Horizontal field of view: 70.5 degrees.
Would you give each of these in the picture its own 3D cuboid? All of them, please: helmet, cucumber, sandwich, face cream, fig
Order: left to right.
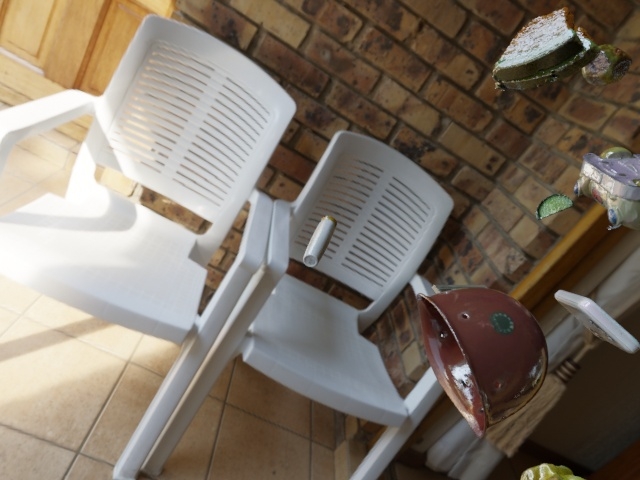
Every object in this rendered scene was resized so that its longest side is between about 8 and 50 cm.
[{"bbox_3d":[0.000,0.000,1.246,0.051,0.072,0.182,28,42,-2],"label":"face cream"},{"bbox_3d":[0.390,0.250,1.059,0.385,0.230,0.337,70,-1,-67],"label":"helmet"},{"bbox_3d":[0.636,-0.546,1.292,0.109,0.212,0.292,25,0,-34],"label":"sandwich"},{"bbox_3d":[0.759,-0.114,1.485,0.115,0.116,0.062,3,66,-63],"label":"cucumber"},{"bbox_3d":[1.032,-0.632,1.648,0.166,0.154,0.144,13,68,-79],"label":"fig"}]

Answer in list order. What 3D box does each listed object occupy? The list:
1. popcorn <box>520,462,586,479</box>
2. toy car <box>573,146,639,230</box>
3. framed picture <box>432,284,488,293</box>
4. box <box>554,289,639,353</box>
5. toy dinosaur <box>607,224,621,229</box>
[{"bbox_3d":[0.418,0.452,0.696,0.286,0.173,0.225,18,-24,52],"label":"popcorn"},{"bbox_3d":[0.863,-0.107,1.166,0.336,0.226,0.242,-4,29,3],"label":"toy car"},{"bbox_3d":[0.543,0.235,1.568,0.290,0.020,0.211,5,39,-35],"label":"framed picture"},{"bbox_3d":[0.628,0.180,1.050,0.142,0.044,0.285,45,11,14],"label":"box"},{"bbox_3d":[1.147,-0.085,1.699,0.039,0.209,0.082,67,-13,-22],"label":"toy dinosaur"}]
